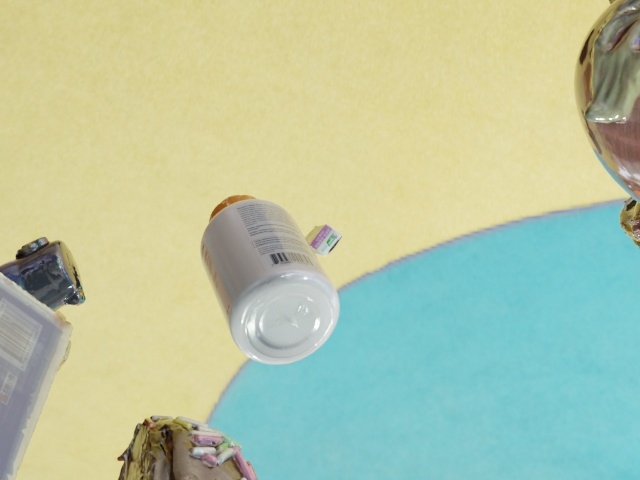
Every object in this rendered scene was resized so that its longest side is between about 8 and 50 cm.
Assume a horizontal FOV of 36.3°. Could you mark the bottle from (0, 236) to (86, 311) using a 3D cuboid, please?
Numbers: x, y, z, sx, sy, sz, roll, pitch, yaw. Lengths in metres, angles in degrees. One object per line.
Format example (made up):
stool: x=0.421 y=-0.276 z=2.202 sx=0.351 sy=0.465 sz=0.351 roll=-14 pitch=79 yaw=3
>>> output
bottle: x=-0.354 y=0.082 z=0.979 sx=0.244 sy=0.072 sz=0.082 roll=-29 pitch=86 yaw=-3

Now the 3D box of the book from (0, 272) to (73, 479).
book: x=-0.320 y=0.046 z=0.641 sx=0.018 sy=0.228 sz=0.322 roll=-34 pitch=118 yaw=28

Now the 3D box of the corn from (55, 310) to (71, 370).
corn: x=-0.424 y=0.199 z=1.211 sx=0.293 sy=0.106 sz=0.106 roll=-48 pitch=119 yaw=-1

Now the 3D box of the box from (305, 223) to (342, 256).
box: x=0.000 y=0.000 z=1.788 sx=0.041 sy=0.207 sz=0.050 roll=38 pitch=86 yaw=-5

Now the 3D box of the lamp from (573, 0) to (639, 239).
lamp: x=0.237 y=-0.066 z=0.541 sx=0.151 sy=0.215 sz=0.223 roll=-39 pitch=122 yaw=7

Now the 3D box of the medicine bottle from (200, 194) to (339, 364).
medicine bottle: x=-0.086 y=0.040 z=1.430 sx=0.156 sy=0.289 sz=0.157 roll=-9 pitch=122 yaw=-15

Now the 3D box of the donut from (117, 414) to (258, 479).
donut: x=-0.120 y=0.271 z=0.781 sx=0.103 sy=0.270 sz=0.270 roll=13 pitch=135 yaw=-16

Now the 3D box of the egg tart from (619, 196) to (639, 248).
egg tart: x=0.611 y=-0.071 z=1.549 sx=0.290 sy=0.291 sz=0.107 roll=-9 pitch=118 yaw=16
